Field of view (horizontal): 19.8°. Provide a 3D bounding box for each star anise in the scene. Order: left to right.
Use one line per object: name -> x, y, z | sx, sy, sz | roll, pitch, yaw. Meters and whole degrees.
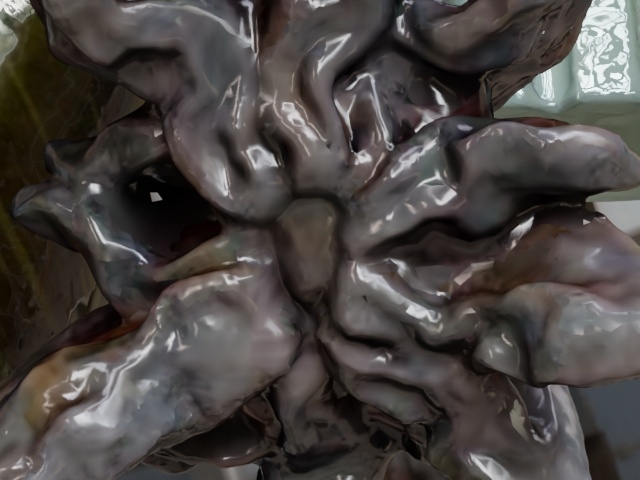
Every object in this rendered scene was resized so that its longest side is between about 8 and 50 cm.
star anise -> 0.004, -0.002, 0.518 | 0.212, 0.282, 0.129 | 7, 15, 1

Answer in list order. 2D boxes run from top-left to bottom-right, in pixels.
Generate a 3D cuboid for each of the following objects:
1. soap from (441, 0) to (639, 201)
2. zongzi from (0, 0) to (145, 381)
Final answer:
soap -> 0.128, -0.150, 0.773 | 0.160, 0.265, 0.087 | -2, -27, 2
zongzi -> -0.145, 0.034, 0.638 | 0.208, 0.403, 0.432 | 32, -57, -28
